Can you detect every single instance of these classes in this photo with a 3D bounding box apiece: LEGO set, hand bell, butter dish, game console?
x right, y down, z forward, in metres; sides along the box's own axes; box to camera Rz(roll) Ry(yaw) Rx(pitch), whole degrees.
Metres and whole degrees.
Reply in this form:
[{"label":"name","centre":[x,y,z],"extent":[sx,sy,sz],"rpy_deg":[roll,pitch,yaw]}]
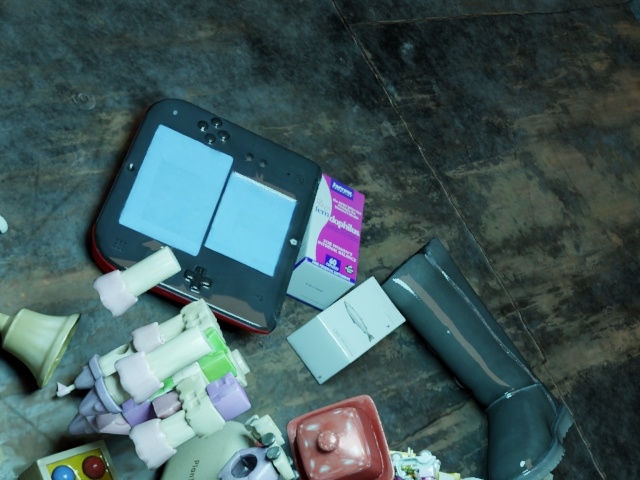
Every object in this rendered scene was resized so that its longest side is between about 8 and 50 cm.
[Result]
[{"label":"LEGO set","centre":[0.184,0.442,1.999],"extent":[0.287,0.132,0.107],"rpy_deg":[39,54,-53]},{"label":"hand bell","centre":[-0.491,0.112,1.700],"extent":[0.242,0.126,0.126],"rpy_deg":[26,47,-6]},{"label":"butter dish","centre":[0.023,0.336,1.883],"extent":[0.118,0.160,0.159],"rpy_deg":[56,16,-66]},{"label":"game console","centre":[-0.189,-0.053,1.999],"extent":[0.342,0.060,0.386],"rpy_deg":[22,54,-7]}]

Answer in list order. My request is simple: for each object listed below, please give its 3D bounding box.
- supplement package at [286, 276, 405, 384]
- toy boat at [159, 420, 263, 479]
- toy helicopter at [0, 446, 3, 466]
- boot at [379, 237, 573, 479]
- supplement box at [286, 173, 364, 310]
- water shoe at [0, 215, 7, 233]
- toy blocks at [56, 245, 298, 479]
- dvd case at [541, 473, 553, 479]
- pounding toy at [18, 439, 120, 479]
[{"label":"supplement package","centre":[0.047,0.161,2.077],"extent":[0.105,0.105,0.179],"rpy_deg":[54,44,4]},{"label":"toy boat","centre":[-0.155,0.392,1.754],"extent":[0.151,0.151,0.231],"rpy_deg":[58,34,-38]},{"label":"toy helicopter","centre":[-0.545,0.343,1.478],"extent":[0.235,0.140,0.355],"rpy_deg":[35,31,5]},{"label":"boot","centre":[0.274,0.227,2.145],"extent":[0.445,0.146,0.367],"rpy_deg":[55,20,1]},{"label":"supplement box","centre":[0.000,0.000,2.147],"extent":[0.111,0.114,0.220],"rpy_deg":[26,46,-22]},{"label":"water shoe","centre":[-0.579,-0.027,1.741],"extent":[0.203,0.073,0.080],"rpy_deg":[18,73,-24]},{"label":"toy blocks","centre":[-0.240,0.231,1.646],"extent":[0.309,0.260,0.288],"rpy_deg":[60,-1,-33]},{"label":"dvd case","centre":[0.404,0.476,2.214],"extent":[0.087,0.013,0.119],"rpy_deg":[38,45,-12]},{"label":"pounding toy","centre":[-0.328,0.364,1.636],"extent":[0.130,0.100,0.141],"rpy_deg":[-12,70,-43]}]
